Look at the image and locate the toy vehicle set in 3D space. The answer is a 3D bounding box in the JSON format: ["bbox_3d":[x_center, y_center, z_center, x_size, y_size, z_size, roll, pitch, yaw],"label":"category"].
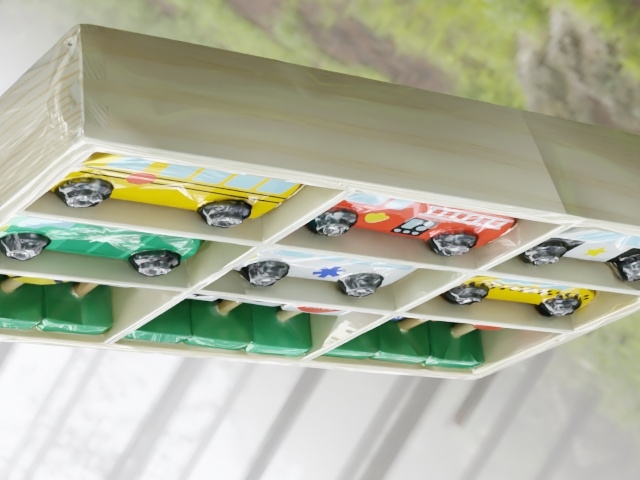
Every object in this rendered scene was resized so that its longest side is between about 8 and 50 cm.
[{"bbox_3d":[0.000,0.000,0.584,0.267,0.035,0.166,7,156,-33],"label":"toy vehicle set"}]
